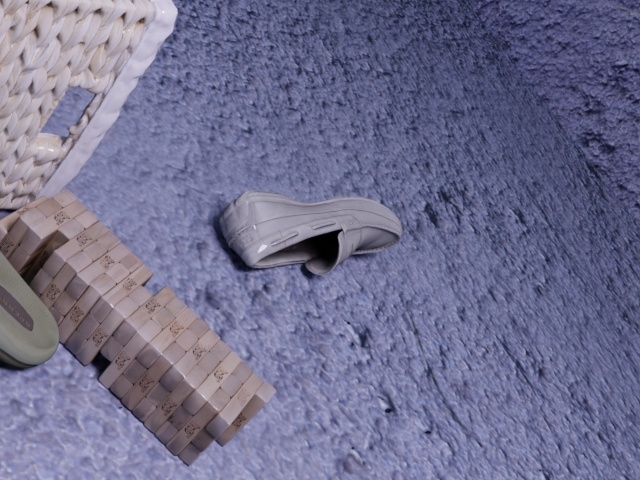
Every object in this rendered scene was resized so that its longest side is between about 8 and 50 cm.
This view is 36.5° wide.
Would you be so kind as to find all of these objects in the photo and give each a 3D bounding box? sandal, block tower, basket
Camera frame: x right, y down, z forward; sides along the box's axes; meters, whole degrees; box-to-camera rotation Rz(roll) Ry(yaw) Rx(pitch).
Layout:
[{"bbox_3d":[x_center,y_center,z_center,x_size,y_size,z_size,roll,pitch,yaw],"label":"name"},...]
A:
[{"bbox_3d":[-0.332,-0.001,0.905,0.302,0.086,0.120,53,21,-37],"label":"sandal"},{"bbox_3d":[-0.208,0.091,1.035,0.335,0.091,0.097,43,31,-1],"label":"block tower"},{"bbox_3d":[-0.385,-0.246,1.010,0.266,0.328,0.331,-2,54,-48],"label":"basket"}]

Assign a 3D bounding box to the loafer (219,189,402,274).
[{"bbox_3d":[0.000,0.000,1.387,0.320,0.112,0.111,0,56,-40],"label":"loafer"}]
